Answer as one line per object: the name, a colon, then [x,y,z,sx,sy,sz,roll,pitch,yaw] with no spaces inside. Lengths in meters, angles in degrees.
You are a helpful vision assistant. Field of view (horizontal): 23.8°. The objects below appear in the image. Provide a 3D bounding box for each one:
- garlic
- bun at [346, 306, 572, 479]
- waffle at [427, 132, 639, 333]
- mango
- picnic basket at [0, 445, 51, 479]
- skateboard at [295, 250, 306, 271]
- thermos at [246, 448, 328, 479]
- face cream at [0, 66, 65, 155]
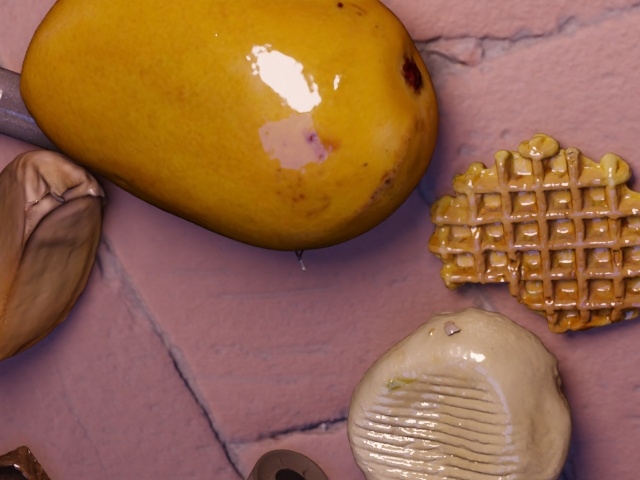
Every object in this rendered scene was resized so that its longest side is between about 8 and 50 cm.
garlic: [-0.312,-0.002,1.720,0.151,0.196,0.338,21,134,-17]
bun: [0.169,0.198,1.725,0.259,0.160,0.259,7,107,24]
waffle: [0.252,0.006,1.653,0.249,0.056,0.253,-35,105,29]
mango: [-0.098,-0.151,1.566,0.445,0.232,0.300,13,115,15]
picnic basket: [-0.442,0.343,2.030,0.193,0.055,0.110,-23,111,25]
skateboard: [0.000,0.000,1.703,0.064,0.083,0.032,-10,114,19]
thermos: [-0.055,0.366,1.918,0.137,0.105,0.193,9,131,-25]
face cream: [-0.288,-0.133,1.716,0.283,0.073,0.073,19,121,5]
